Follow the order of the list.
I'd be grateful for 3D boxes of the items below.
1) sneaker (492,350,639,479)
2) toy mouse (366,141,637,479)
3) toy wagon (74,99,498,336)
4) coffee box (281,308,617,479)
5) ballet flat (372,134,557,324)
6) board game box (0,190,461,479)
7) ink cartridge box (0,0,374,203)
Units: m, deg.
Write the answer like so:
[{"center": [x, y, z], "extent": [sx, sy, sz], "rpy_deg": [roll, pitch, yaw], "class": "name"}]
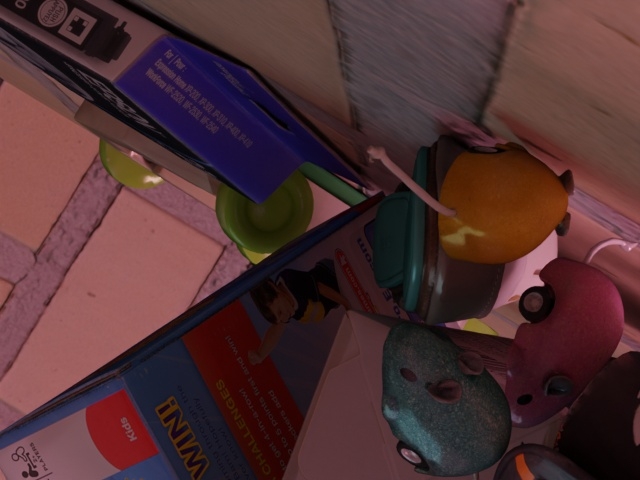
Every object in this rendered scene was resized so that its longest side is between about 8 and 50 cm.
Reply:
[{"center": [0.150, 0.107, 0.600], "extent": [0.180, 0.125, 0.321], "rpy_deg": [59, 142, 5], "class": "sneaker"}, {"center": [0.066, 0.039, 0.668], "extent": [0.031, 0.143, 0.161], "rpy_deg": [14, -169, 37], "class": "toy mouse"}, {"center": [0.000, 0.000, 1.299], "extent": [0.344, 0.068, 0.267], "rpy_deg": [32, 178, -25], "class": "toy wagon"}, {"center": [0.108, 0.140, 0.881], "extent": [0.119, 0.168, 0.297], "rpy_deg": [25, -173, 37], "class": "coffee box"}, {"center": [0.061, -0.002, 0.782], "extent": [0.068, 0.072, 0.213], "rpy_deg": [4, 179, -2], "class": "ballet flat"}, {"center": [0.016, 0.163, 1.001], "extent": [0.308, 0.086, 0.302], "rpy_deg": [61, -150, -2], "class": "board game box"}, {"center": [-0.092, -0.084, 1.044], "extent": [0.208, 0.045, 0.206], "rpy_deg": [29, 176, 24], "class": "ink cartridge box"}]
